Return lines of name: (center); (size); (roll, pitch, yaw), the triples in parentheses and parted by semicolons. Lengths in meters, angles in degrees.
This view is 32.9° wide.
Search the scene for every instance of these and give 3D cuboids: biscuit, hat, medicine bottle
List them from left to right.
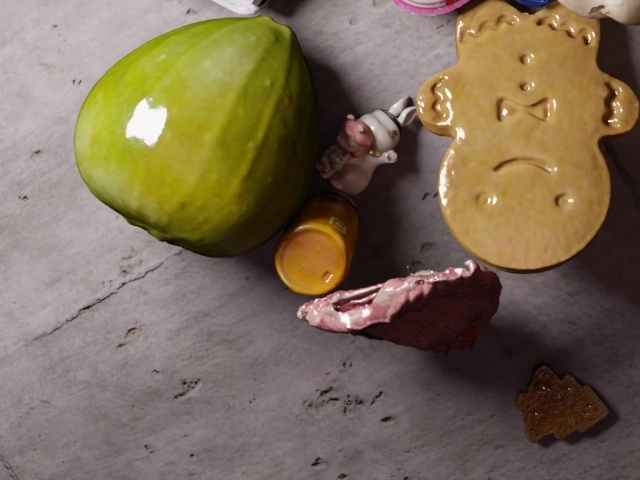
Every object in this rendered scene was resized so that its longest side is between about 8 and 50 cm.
medicine bottle: (0.000, 0.000, 1.409); (0.096, 0.192, 0.096); (2, 106, 7)
hat: (0.131, 0.085, 1.394); (0.236, 0.286, 0.107); (-14, 69, 25)
biscuit: (0.253, -0.136, 1.346); (0.275, 0.052, 0.355); (6, 79, 6)
biscuit: (0.340, 0.232, 1.525); (0.130, 0.019, 0.119); (8, 106, 4)

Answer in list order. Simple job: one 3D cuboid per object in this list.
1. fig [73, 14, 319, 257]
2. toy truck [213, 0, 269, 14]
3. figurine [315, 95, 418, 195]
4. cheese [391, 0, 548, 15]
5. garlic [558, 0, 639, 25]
fig: (-0.135, -0.142, 1.347); (0.316, 0.316, 0.316); (2, 105, 6)
toy truck: (-0.150, -0.368, 1.374); (0.216, 0.110, 0.116); (27, 119, -3)
figurine: (0.066, -0.128, 1.416); (0.081, 0.098, 0.146); (43, 107, 7)
cheese: (0.171, -0.349, 1.352); (0.244, 0.062, 0.155); (13, 89, 5)
garlic: (0.395, -0.355, 1.287); (0.281, 0.185, 0.203); (-24, 126, -9)
